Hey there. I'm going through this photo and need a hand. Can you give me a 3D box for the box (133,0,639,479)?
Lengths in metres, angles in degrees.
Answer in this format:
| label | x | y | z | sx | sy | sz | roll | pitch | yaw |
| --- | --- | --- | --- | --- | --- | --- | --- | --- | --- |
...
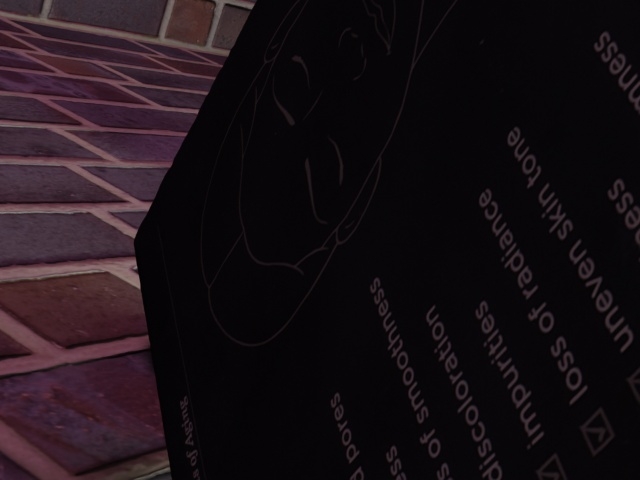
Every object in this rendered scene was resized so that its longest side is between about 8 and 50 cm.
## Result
| label | x | y | z | sx | sy | sz | roll | pitch | yaw |
| --- | --- | --- | --- | --- | --- | --- | --- | --- | --- |
| box | 0.122 | 0.030 | 0.637 | 0.297 | 0.472 | 0.480 | 13 | 40 | -30 |
